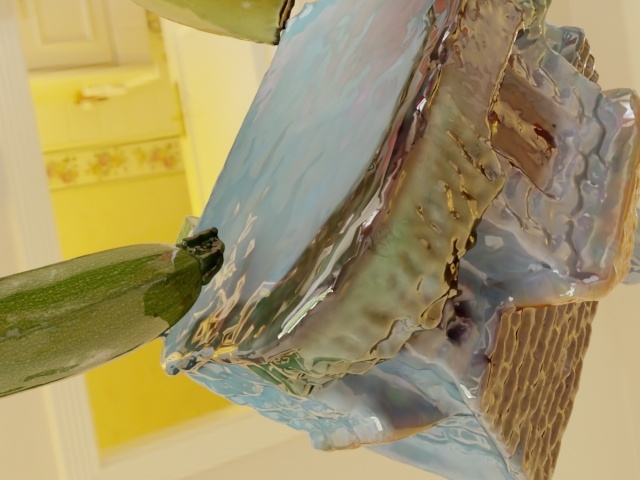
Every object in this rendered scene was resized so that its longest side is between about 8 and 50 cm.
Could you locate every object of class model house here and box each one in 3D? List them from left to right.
[{"bbox_3d":[0.114,0.011,0.772,0.339,0.360,0.297,34,149,-23],"label":"model house"}]

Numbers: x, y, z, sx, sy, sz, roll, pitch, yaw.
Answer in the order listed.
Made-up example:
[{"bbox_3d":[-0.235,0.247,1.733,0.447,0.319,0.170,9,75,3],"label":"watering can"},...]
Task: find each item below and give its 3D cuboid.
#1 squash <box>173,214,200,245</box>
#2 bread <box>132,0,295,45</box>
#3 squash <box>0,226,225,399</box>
[{"bbox_3d":[-0.086,0.036,1.387,0.220,0.133,0.220,20,160,7],"label":"squash"},{"bbox_3d":[-0.072,-0.219,0.555,0.156,0.158,0.261,9,156,-7],"label":"bread"},{"bbox_3d":[-0.157,0.048,0.596,0.252,0.066,0.066,-16,-173,-29],"label":"squash"}]
